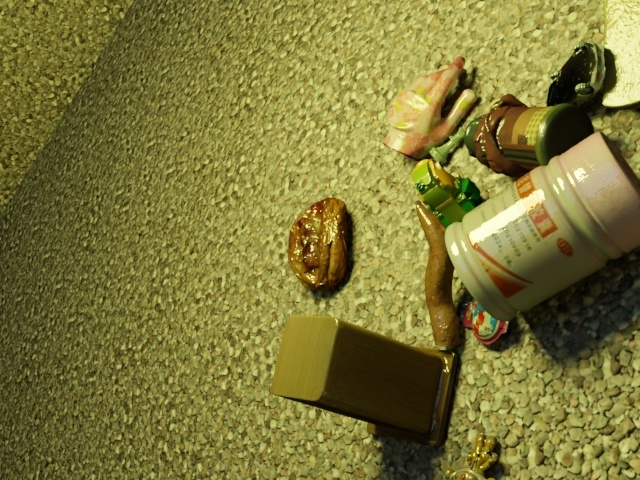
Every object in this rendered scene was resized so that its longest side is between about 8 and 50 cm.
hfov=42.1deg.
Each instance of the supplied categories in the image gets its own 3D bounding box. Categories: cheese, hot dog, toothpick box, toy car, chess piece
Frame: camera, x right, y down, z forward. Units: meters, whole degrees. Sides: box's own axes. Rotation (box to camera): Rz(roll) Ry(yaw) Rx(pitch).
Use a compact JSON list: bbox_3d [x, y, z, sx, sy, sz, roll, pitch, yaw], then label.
[{"bbox_3d":[0.304,0.145,1.565,0.145,0.038,0.095,9,83,61],"label":"cheese"},{"bbox_3d":[0.003,0.000,1.918,0.160,0.099,0.227,-24,52,36],"label":"hot dog"},{"bbox_3d":[0.080,0.254,1.545,0.190,0.308,0.188,-1,70,48],"label":"toothpick box"},{"bbox_3d":[0.472,-0.291,1.544,0.205,0.056,0.096,110,163,-74],"label":"toy car"},{"bbox_3d":[0.280,-0.206,1.775,0.093,0.042,0.042,-42,45,14],"label":"chess piece"}]

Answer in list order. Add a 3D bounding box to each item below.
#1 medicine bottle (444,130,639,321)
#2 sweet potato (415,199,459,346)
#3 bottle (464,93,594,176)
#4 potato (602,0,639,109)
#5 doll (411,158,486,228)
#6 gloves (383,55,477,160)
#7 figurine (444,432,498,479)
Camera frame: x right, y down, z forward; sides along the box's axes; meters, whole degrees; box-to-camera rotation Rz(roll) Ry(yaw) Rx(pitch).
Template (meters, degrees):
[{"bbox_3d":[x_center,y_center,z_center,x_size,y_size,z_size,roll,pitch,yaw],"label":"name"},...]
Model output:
[{"bbox_3d":[0.392,-0.021,1.416,0.315,0.202,0.202,-35,48,22],"label":"medicine bottle"},{"bbox_3d":[0.230,0.060,1.602,0.067,0.059,0.282,0,94,58],"label":"sweet potato"},{"bbox_3d":[0.376,-0.200,1.579,0.271,0.143,0.156,17,95,60],"label":"bottle"},{"bbox_3d":[0.581,-0.347,1.473,0.269,0.112,0.255,35,108,47],"label":"potato"},{"bbox_3d":[0.253,-0.079,1.638,0.106,0.186,0.134,-36,19,30],"label":"doll"},{"bbox_3d":[0.236,-0.297,1.807,0.145,0.126,0.241,41,109,54],"label":"gloves"},{"bbox_3d":[0.267,0.410,1.456,0.101,0.068,0.143,-25,42,32],"label":"figurine"}]
